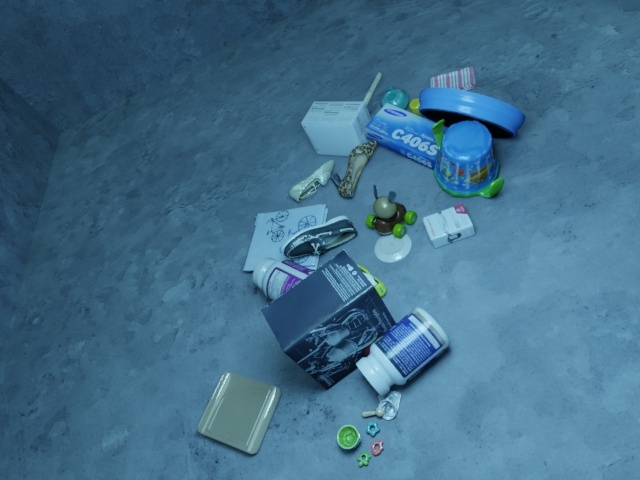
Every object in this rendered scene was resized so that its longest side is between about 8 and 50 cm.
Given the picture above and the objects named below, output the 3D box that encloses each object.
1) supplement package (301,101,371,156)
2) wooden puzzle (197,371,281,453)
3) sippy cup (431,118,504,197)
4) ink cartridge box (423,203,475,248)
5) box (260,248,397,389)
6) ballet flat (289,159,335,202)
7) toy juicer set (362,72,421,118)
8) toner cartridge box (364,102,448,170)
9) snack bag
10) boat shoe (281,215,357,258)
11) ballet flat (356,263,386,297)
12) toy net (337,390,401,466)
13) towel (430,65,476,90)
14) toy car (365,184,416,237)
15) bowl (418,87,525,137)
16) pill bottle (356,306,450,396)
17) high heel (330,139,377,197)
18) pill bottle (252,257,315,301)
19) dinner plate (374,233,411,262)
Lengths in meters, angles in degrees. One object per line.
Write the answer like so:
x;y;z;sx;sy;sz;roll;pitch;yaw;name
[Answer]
0.086;-0.495;2.109;0.262;0.204;0.145;11;61;32;supplement package
-0.270;0.575;1.592;0.239;0.044;0.220;9;60;26;wooden puzzle
0.524;-0.305;1.699;0.306;0.224;0.239;17;74;22;sippy cup
0.456;-0.051;1.683;0.151;0.063;0.109;-21;49;12;ink cartridge box
0.046;0.256;1.469;0.313;0.343;0.179;-36;48;-1;box
-0.022;-0.253;2.072;0.249;0.086;0.086;-37;48;2;ballet flat
0.311;-0.613;2.174;0.209;0.089;0.329;-46;56;6;toy juicer set
0.372;-0.437;1.965;0.348;0.075;0.165;32;72;27;toner cartridge box
-0.148;-0.002;1.967;0.343;0.037;0.322;-7;53;22;snack bag
0.000;0.000;1.806;0.303;0.114;0.091;-28;57;-15;boat shoe
0.142;0.126;1.696;0.077;0.077;0.231;-47;49;-11;ballet flat
0.162;0.542;1.394;0.232;0.045;0.122;-44;49;-10;toy net
0.597;-0.721;2.143;0.197;0.029;0.144;-9;51;21;towel
0.250;-0.127;1.750;0.155;0.188;0.149;21;56;37;toy car
0.552;-0.468;1.761;0.391;0.391;0.077;22;99;37;bowl
0.247;0.339;1.432;0.265;0.153;0.153;-39;48;-5;pill bottle
0.169;-0.296;1.983;0.261;0.093;0.186;-43;40;13;high heel
-0.103;0.167;1.728;0.302;0.169;0.169;22;67;36;pill bottle
0.267;0.019;1.757;0.141;0.017;0.141;-13;50;16;dinner plate
